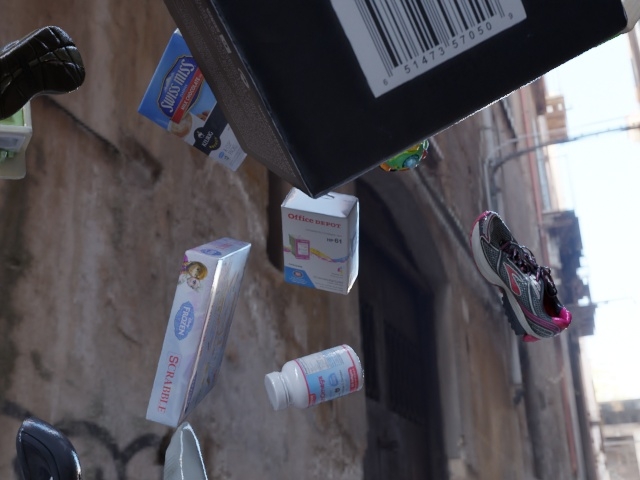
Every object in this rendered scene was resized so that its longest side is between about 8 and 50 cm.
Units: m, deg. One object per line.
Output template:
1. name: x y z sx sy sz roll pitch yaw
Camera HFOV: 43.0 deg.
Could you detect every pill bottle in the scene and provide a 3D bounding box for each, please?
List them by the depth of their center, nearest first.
1. pill bottle: -0.013 0.245 1.430 0.160 0.087 0.087 -15 -18 -20

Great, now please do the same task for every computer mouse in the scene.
1. computer mouse: -0.356 0.371 1.183 0.060 0.262 0.184 -15 -2 4

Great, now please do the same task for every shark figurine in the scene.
1. shark figurine: -0.143 0.399 1.164 0.116 0.278 0.166 -33 -2 25

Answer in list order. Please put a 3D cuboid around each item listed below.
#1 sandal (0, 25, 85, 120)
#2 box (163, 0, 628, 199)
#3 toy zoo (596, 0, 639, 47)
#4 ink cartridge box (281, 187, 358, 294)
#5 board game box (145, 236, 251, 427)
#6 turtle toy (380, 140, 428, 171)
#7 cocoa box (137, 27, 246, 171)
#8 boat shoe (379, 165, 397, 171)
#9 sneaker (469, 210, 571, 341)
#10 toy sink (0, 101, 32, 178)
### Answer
1. sandal: -0.374 -0.206 1.016 0.060 0.219 0.090 -1 -59 23
2. box: 0.032 -0.221 0.775 0.293 0.212 0.395 -29 15 -6
3. toy zoo: 0.306 -0.274 1.015 0.030 0.192 0.293 44 -25 -13
4. ink cartridge box: 0.000 0.000 1.032 0.088 0.052 0.122 11 -53 16
5. board game box: -0.229 0.163 1.585 0.066 0.319 0.318 15 5 4
6. turtle toy: 0.145 -0.158 1.398 0.095 0.130 0.066 -3 -65 33
7. cocoa box: -0.165 -0.361 1.609 0.228 0.347 0.231 31 -43 -10
8. boat shoe: 0.144 -0.181 1.730 0.080 0.076 0.228 -28 -17 28
9. sneaker: 0.425 0.066 1.715 0.121 0.299 0.112 -33 3 -38
10. toy sink: -0.761 -0.276 1.892 0.153 0.234 0.131 1 -17 -29
